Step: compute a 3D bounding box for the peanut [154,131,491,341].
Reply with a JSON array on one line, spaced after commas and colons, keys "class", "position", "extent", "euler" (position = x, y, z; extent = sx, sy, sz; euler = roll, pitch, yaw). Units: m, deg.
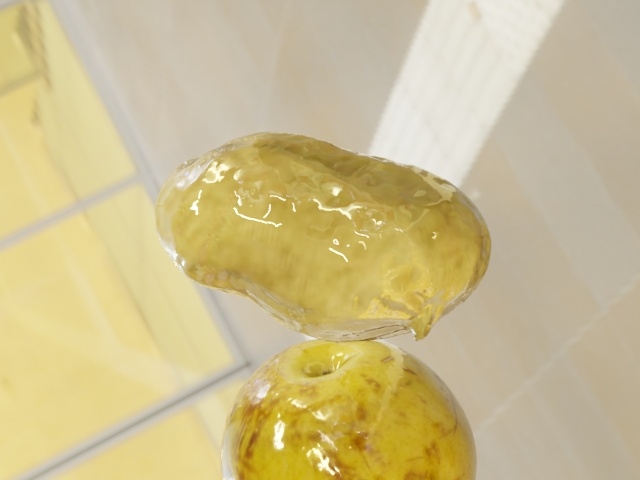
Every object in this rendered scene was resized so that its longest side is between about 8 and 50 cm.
[{"class": "peanut", "position": [0.000, 0.000, 1.101], "extent": [0.224, 0.129, 0.129], "euler": [16, 148, 15]}]

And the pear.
[{"class": "pear", "position": [0.033, 0.239, 1.760], "extent": [0.280, 0.281, 0.280], "euler": [56, 164, 25]}]
